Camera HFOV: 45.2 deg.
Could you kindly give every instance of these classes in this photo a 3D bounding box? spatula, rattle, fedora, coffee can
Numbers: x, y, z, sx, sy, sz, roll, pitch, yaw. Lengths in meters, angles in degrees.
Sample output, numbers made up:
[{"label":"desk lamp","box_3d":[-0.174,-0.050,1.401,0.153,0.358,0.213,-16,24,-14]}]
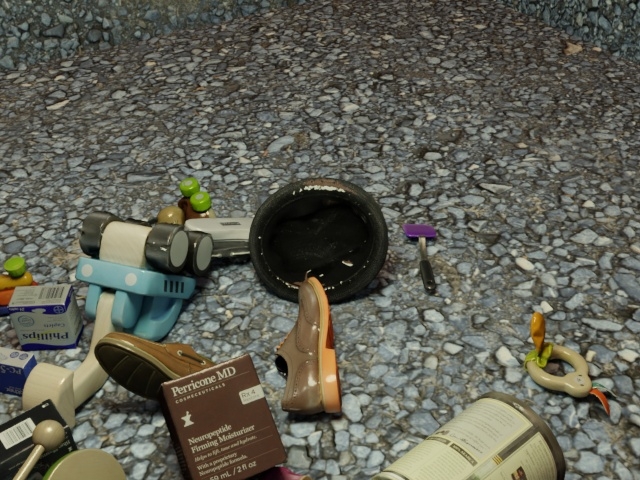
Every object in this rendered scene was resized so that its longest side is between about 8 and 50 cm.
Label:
[{"label":"spatula","box_3d":[0.262,0.034,1.947,0.084,0.030,0.296,0,37,-1]},{"label":"rattle","box_3d":[0.522,0.247,1.574,0.130,0.142,0.200,-5,27,-35]},{"label":"fedora","box_3d":[0.000,0.000,1.872,0.334,0.333,0.152,4,3,7]},{"label":"coffee can","box_3d":[0.248,0.411,1.308,0.275,0.201,0.202,-27,44,-29]}]

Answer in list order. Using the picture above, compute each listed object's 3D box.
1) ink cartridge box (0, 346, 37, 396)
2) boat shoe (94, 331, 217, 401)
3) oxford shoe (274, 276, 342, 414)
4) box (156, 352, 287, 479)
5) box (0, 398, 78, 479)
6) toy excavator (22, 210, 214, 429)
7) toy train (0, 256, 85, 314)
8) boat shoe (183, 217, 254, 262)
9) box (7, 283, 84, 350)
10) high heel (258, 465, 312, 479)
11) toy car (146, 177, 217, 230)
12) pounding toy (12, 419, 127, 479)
[{"label":"ink cartridge box","box_3d":[-0.693,0.268,1.620,0.207,0.097,0.046,8,38,13]},{"label":"boat shoe","box_3d":[-0.300,0.260,1.541,0.307,0.110,0.104,33,37,-15]},{"label":"oxford shoe","box_3d":[-0.037,0.213,1.648,0.133,0.129,0.363,-9,37,1]},{"label":"box","box_3d":[-0.183,0.334,1.389,0.169,0.167,0.203,-18,79,-19]},{"label":"box","box_3d":[-0.523,0.399,1.388,0.156,0.158,0.093,-27,42,-29]},{"label":"toy excavator","box_3d":[-0.437,0.166,1.670,0.223,0.444,0.433,9,-3,16]},{"label":"toy train","box_3d":[-0.694,0.098,1.807,0.248,0.143,0.105,-9,38,-10]},{"label":"boat shoe","box_3d":[-0.206,0.006,1.949,0.301,0.102,0.108,-1,24,-34]},{"label":"box","box_3d":[-0.608,0.172,1.711,0.126,0.137,0.072,-2,38,-1]},{"label":"high heel","box_3d":[-0.116,0.497,1.334,0.117,0.082,0.244,-6,40,44]},{"label":"toy car","box_3d":[-0.368,-0.042,1.985,0.189,0.155,0.149,-27,43,-16]},{"label":"pounding toy","box_3d":[-0.452,0.436,1.321,0.110,0.236,0.182,-10,40,35]}]
